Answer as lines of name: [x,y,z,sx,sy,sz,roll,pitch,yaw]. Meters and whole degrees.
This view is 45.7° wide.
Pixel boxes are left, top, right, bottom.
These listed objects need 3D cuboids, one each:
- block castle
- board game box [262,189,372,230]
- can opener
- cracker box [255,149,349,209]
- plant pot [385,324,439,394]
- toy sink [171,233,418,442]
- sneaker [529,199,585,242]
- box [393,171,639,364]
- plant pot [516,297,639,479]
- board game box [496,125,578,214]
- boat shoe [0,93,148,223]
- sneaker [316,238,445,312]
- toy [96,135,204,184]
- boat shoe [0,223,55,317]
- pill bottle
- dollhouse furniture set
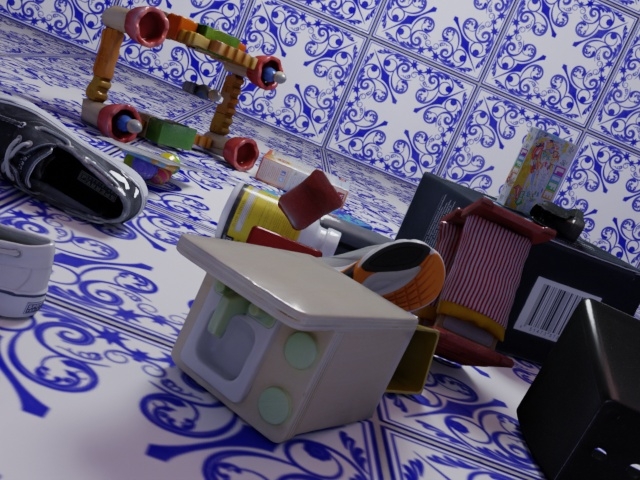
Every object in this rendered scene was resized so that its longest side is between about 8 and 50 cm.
block castle: [-0.298,-0.345,1.758,0.213,0.302,0.453,24,10,38]
board game box: [-0.010,-0.047,1.588,0.160,0.047,0.210,30,15,30]
can opener: [0.000,0.000,1.405,0.284,0.076,0.095,21,44,-13]
cracker box: [-0.042,-0.154,1.948,0.232,0.067,0.155,22,13,-2]
plant pot: [0.078,0.131,0.912,0.081,0.081,0.083,14,3,-38]
toy sink: [-0.038,0.094,0.726,0.153,0.131,0.234,30,9,29]
sneaker: [0.398,-0.041,1.289,0.089,0.051,0.170,29,16,7]
box: [0.346,0.052,1.422,0.294,0.211,0.395,18,12,-20]
plant pot: [0.341,0.209,0.848,0.188,0.188,0.167,25,25,6]
board game box: [0.406,-0.125,1.421,0.103,0.154,0.026,16,14,-27]
boat shoe: [-0.386,-0.108,1.042,0.301,0.108,0.102,31,13,-3]
sneaker: [0.022,0.057,0.911,0.263,0.099,0.121,-8,2,14]
toy: [-0.314,-0.138,1.406,0.137,0.056,0.237,20,7,5]
boat shoe: [-0.367,-0.016,0.702,0.258,0.084,0.095,22,12,-6]
pill bottle: [-0.066,-0.013,1.204,0.184,0.103,0.103,23,12,-1]
dollhouse furniture set: [0.094,0.019,1.023,0.374,0.201,0.152,22,-13,-10]
